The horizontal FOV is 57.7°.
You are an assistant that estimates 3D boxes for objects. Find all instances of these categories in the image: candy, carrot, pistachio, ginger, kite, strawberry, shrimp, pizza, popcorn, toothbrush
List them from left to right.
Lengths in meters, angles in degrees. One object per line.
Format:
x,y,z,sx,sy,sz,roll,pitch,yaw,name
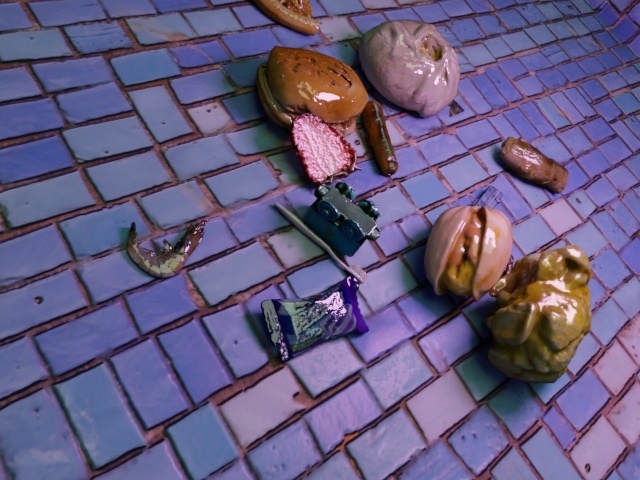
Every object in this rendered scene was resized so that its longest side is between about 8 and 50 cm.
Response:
-0.352,-0.010,1.316,0.148,0.035,0.195,32,53,-2,shrimp
-0.136,-0.805,1.900,0.365,0.074,0.182,47,61,6,pizza
-0.002,0.176,1.350,0.275,0.070,0.145,-12,75,-34,candy
0.000,0.000,1.483,0.307,0.025,0.029,41,78,3,toothbrush
0.003,-0.248,1.579,0.167,0.087,0.208,-25,97,-17,strawberry
0.179,-0.309,1.748,0.070,0.070,0.260,-1,62,-27,carrot
0.464,-0.468,2.027,0.090,0.004,0.122,11,56,-19,kite
0.399,0.021,1.560,0.230,0.230,0.308,30,55,-6,pistachio
0.716,-0.251,1.953,0.263,0.116,0.109,28,92,-14,ginger
0.568,0.198,1.475,0.294,0.292,0.334,25,59,-20,popcorn

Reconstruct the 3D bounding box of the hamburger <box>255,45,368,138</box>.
-0.031,-0.432,1.662,0.305,0.174,0.284,-1,49,-35,hamburger

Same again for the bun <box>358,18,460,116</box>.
0.305,-0.593,1.894,0.365,0.219,0.365,15,53,-21,bun

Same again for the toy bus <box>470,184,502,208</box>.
0.507,-0.107,1.793,0.065,0.047,0.166,41,50,8,toy bus

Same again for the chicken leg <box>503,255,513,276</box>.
0.537,0.061,1.707,0.062,0.037,0.145,-13,64,-8,chicken leg

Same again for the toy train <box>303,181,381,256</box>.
0.056,-0.053,1.467,0.198,0.154,0.107,39,55,2,toy train
